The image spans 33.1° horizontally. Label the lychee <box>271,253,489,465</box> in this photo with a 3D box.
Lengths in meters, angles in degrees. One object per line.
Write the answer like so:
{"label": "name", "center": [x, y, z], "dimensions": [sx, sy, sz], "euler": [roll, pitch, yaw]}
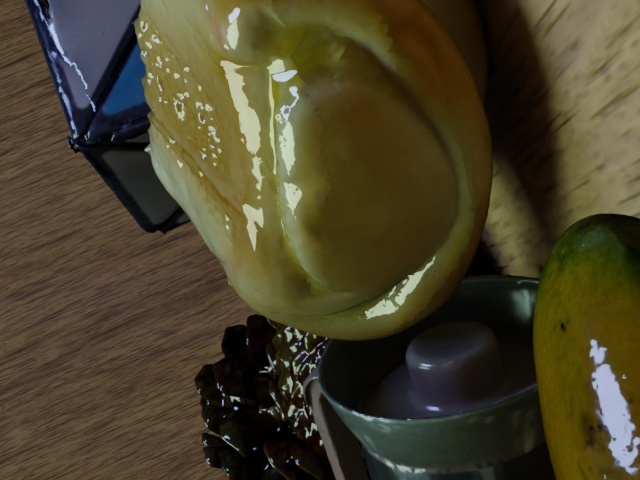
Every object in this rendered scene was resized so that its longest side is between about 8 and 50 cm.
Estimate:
{"label": "lychee", "center": [0.068, 0.098, 1.037], "dimensions": [0.236, 0.235, 0.271], "euler": [-120, 24, -52]}

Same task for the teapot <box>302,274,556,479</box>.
{"label": "teapot", "center": [0.122, 0.218, 0.844], "dimensions": [0.300, 0.253, 0.344], "euler": [8, 121, 46]}

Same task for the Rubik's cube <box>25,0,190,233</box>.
{"label": "Rubik's cube", "center": [-0.127, -0.228, 1.144], "dimensions": [0.310, 0.305, 0.307], "euler": [71, 176, -74]}

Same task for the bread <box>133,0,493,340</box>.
{"label": "bread", "center": [0.012, -0.092, 0.744], "dimensions": [0.270, 0.211, 0.316], "euler": [49, 153, 39]}

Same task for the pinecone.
{"label": "pinecone", "center": [-0.003, 0.271, 1.541], "dimensions": [0.398, 0.397, 0.398], "euler": [155, 90, -86]}

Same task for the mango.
{"label": "mango", "center": [0.167, 0.093, 0.505], "dimensions": [0.151, 0.120, 0.221], "euler": [77, 175, -53]}
